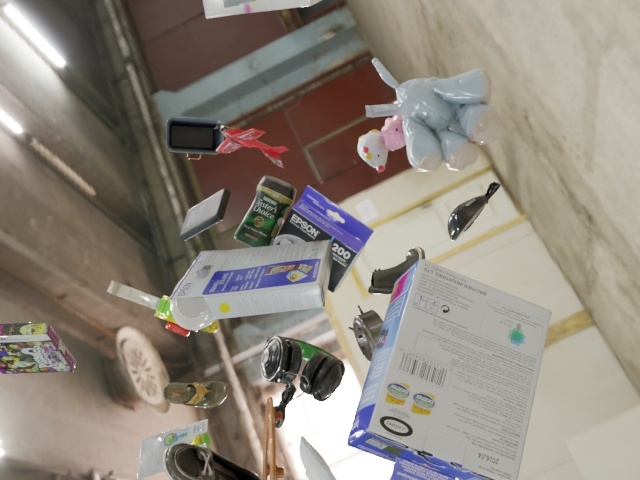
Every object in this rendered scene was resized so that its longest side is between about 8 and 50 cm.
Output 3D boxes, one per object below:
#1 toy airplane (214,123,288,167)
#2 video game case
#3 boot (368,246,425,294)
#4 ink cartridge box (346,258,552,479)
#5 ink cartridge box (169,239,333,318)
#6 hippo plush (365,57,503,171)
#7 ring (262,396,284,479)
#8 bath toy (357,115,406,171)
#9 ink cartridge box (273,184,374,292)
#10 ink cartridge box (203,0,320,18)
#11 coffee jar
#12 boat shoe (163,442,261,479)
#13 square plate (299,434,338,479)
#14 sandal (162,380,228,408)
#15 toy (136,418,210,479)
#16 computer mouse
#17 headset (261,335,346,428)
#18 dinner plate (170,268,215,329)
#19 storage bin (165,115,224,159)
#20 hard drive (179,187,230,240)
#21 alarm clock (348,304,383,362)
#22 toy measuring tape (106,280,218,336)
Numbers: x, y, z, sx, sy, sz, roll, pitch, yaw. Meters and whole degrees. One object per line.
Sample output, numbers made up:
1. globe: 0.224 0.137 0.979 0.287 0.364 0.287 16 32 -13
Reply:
1. toy airplane: -0.122 -0.176 1.326 0.151 0.151 0.028 57 -135 -61
2. video game case: -0.812 0.299 2.009 0.232 0.210 0.041 88 -179 -55
3. boot: 0.184 0.070 1.776 0.198 0.137 0.076 -84 -3 -65
4. ink cartridge box: 0.218 0.267 1.284 0.151 0.270 0.395 117 174 -63
5. ink cartridge box: -0.134 0.081 1.579 0.303 0.307 0.072 -76 -23 -72
6. hippo plush: 0.267 -0.261 1.660 0.236 0.294 0.234 4 -87 -74
7. ring: -0.110 0.530 1.682 0.336 0.032 0.336 -179 90 -82
8. bath toy: 0.242 -0.317 2.117 0.151 0.348 0.129 12 -124 -41
9. ink cartridge box: 0.000 0.000 1.845 0.206 0.208 0.045 34 -147 7
10. ink cartridge box: -0.180 -0.658 1.908 0.207 0.354 0.119 -62 -32 -64
11. coffee jar: -0.135 -0.066 1.820 0.096 0.184 0.079 24 177 13
12. boat shoe: -0.257 0.563 1.791 0.335 0.096 0.112 50 -156 -50
13. square plate: 0.082 0.577 1.457 0.347 0.049 0.344 48 169 32
14. sandal: -0.330 0.397 1.908 0.049 0.180 0.072 71 -158 -62
15. toy: -0.438 0.641 2.221 0.056 0.237 0.137 54 -160 -38
16. computer mouse: 0.418 -0.069 2.143 0.060 0.262 0.184 39 142 11
17. headset: -0.065 0.383 2.046 0.243 0.185 0.394 21 -173 3
18. dinner plate: -0.275 0.128 1.623 0.017 0.141 0.141 45 -161 -59
19. storage bin: -0.306 -0.245 1.768 0.091 0.135 0.098 -160 72 -75
20. hard drive: -0.274 -0.062 1.742 0.022 0.135 0.094 41 -139 -30
21. alarm clock: 0.135 0.250 1.815 0.192 0.064 0.129 40 147 57
22. toy measuring tape: -0.439 0.183 2.035 0.330 0.121 0.121 22 -172 -3
